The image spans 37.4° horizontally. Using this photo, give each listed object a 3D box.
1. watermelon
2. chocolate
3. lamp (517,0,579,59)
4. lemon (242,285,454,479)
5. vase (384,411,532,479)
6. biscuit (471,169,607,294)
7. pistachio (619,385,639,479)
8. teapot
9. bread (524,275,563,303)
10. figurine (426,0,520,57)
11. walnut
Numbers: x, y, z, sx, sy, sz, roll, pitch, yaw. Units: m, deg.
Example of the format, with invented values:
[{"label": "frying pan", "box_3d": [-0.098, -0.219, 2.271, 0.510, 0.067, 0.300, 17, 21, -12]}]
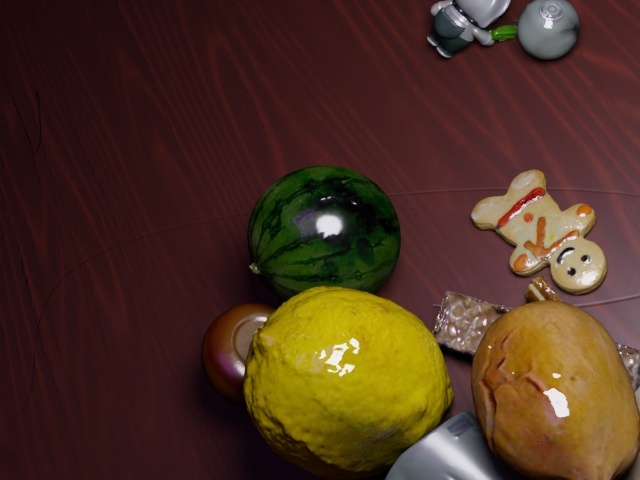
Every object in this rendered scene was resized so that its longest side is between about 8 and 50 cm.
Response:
[{"label": "watermelon", "box_3d": [0.004, -0.002, 1.483, 0.242, 0.242, 0.242, -11, 60, 20]}, {"label": "chocolate", "box_3d": [0.316, 0.156, 1.355, 0.329, 0.065, 0.102, 18, 98, 31]}, {"label": "lamp", "box_3d": [0.379, -0.353, 1.574, 0.105, 0.105, 0.105, -11, 60, 20]}, {"label": "lemon", "box_3d": [0.042, 0.202, 1.335, 0.268, 0.322, 0.268, -56, 18, 28]}, {"label": "vase", "box_3d": [0.261, 0.352, 1.242, 0.301, 0.156, 0.251, 33, 58, 29]}, {"label": "biscuit", "box_3d": [0.347, -0.010, 1.452, 0.153, 0.030, 0.234, -38, 54, 5]}, {"label": "pistachio", "box_3d": [0.442, 0.264, 1.190, 0.153, 0.138, 0.237, 25, 81, 27]}, {"label": "teapot", "box_3d": [-0.091, 0.207, 1.502, 0.178, 0.135, 0.252, -30, 69, -27]}, {"label": "bread", "box_3d": [0.334, 0.097, 1.391, 0.036, 0.047, 0.083, -10, 49, -28]}, {"label": "figurine", "box_3d": [0.266, -0.406, 1.639, 0.192, 0.126, 0.147, -52, 60, 33]}, {"label": "walnut", "box_3d": [0.290, 0.199, 1.181, 0.203, 0.203, 0.297, -28, 29, 10]}]
